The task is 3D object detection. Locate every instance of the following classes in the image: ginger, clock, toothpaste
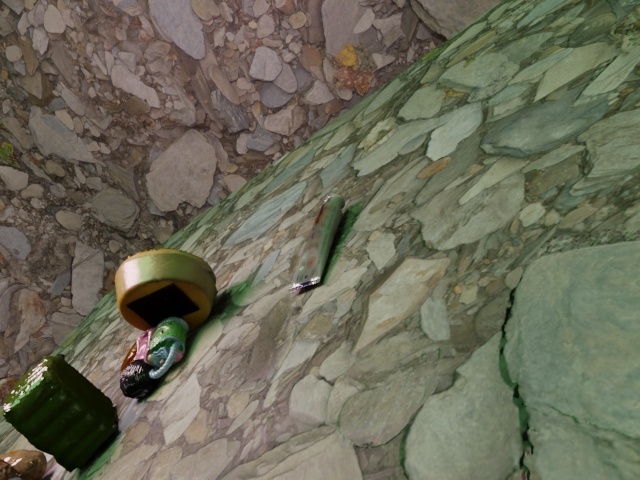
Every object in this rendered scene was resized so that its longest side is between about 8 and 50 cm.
[{"bbox_3d":[-0.861,0.632,1.161,0.244,0.155,0.304,-18,-21,-7],"label":"ginger"},{"bbox_3d":[-0.460,0.326,1.262,0.193,0.100,0.196,-33,28,22],"label":"clock"},{"bbox_3d":[0.000,0.000,1.144,0.100,0.066,0.323,-21,32,34],"label":"toothpaste"}]

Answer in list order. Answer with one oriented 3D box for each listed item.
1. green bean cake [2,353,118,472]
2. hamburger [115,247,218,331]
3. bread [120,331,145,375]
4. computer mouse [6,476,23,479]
[{"bbox_3d":[-0.672,0.440,1.185,0.156,0.250,0.246,-47,21,-18],"label":"green bean cake"},{"bbox_3d":[-0.454,0.145,1.351,0.300,0.300,0.176,-34,41,21],"label":"hamburger"},{"bbox_3d":[-0.565,0.357,1.454,0.193,0.064,0.193,-41,21,20],"label":"bread"},{"bbox_3d":[-0.752,0.693,0.993,0.371,0.122,0.188,-45,19,3],"label":"computer mouse"}]
